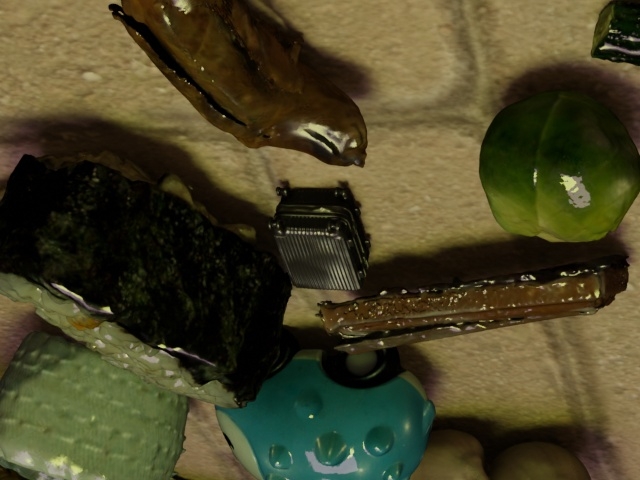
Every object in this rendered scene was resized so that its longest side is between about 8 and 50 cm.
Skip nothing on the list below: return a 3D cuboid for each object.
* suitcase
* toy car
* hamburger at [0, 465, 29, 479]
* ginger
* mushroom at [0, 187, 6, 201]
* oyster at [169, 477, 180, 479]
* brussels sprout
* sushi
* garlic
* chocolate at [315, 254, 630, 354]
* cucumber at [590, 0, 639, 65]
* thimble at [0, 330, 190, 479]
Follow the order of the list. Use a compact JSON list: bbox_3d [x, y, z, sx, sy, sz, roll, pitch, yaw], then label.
[{"bbox_3d":[0.000,0.000,1.558,0.086,0.059,0.126,3,144,17],"label":"suitcase"},{"bbox_3d":[-0.001,0.216,1.745,0.255,0.190,0.188,3,141,18],"label":"toy car"},{"bbox_3d":[-0.430,0.308,1.963,0.192,0.288,0.168,38,109,-4],"label":"hamburger"},{"bbox_3d":[-0.079,-0.170,1.312,0.133,0.107,0.309,-26,133,12],"label":"ginger"},{"bbox_3d":[-0.321,-0.016,1.633,0.083,0.067,0.083,10,152,5],"label":"mushroom"},{"bbox_3d":[-0.230,0.387,2.152,0.267,0.112,0.198,4,166,0],"label":"oyster"},{"bbox_3d":[0.214,-0.065,1.350,0.155,0.118,0.155,20,165,6],"label":"brussels sprout"},{"bbox_3d":[-0.176,0.039,1.568,0.350,0.171,0.211,37,159,-35],"label":"sushi"},{"bbox_3d":[0.182,0.328,1.812,0.231,0.246,0.340,30,159,-4],"label":"garlic"},{"bbox_3d":[0.153,0.065,1.561,0.329,0.065,0.102,-11,176,29],"label":"chocolate"},{"bbox_3d":[0.315,-0.153,1.245,0.187,0.058,0.058,12,145,0],"label":"cucumber"},{"bbox_3d":[-0.272,0.225,1.829,0.250,0.172,0.205,33,161,-38],"label":"thimble"}]
